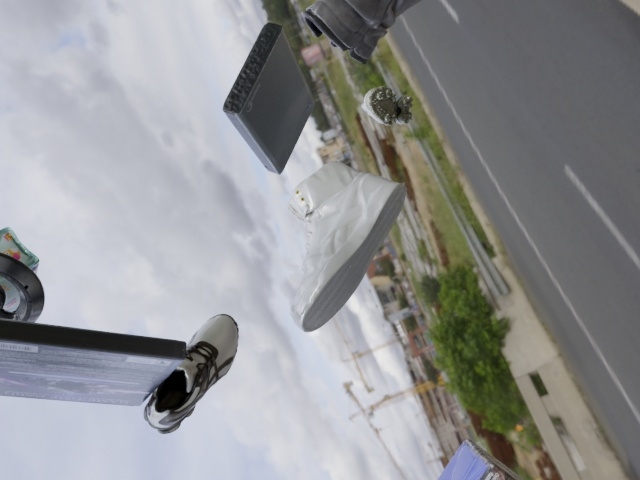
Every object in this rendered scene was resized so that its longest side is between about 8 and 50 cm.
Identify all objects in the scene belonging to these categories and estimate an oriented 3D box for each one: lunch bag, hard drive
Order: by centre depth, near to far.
[{"bbox_3d":[-0.046,-0.133,0.583,0.022,0.094,0.135,21,169,18],"label":"hard drive"},{"bbox_3d":[-0.819,0.122,1.395,0.160,0.223,0.262,43,-138,7],"label":"lunch bag"}]

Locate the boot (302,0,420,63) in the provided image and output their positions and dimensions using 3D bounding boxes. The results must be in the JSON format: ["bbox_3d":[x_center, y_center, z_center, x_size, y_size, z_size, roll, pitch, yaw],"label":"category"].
[{"bbox_3d":[0.055,-0.376,0.794,0.118,0.222,0.338,50,-167,29],"label":"boot"}]

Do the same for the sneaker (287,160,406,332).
[{"bbox_3d":[0.000,0.000,1.002,0.169,0.292,0.108,27,164,27],"label":"sneaker"}]

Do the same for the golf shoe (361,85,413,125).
[{"bbox_3d":[0.109,-0.250,1.129,0.176,0.086,0.069,-4,-81,-61],"label":"golf shoe"}]

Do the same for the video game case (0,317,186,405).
[{"bbox_3d":[-0.288,0.154,0.703,0.274,0.196,0.026,137,139,-55],"label":"video game case"}]

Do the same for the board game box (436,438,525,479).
[{"bbox_3d":[0.210,0.389,0.583,0.291,0.232,0.141,35,175,8],"label":"board game box"}]

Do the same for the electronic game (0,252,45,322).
[{"bbox_3d":[-0.661,0.109,1.153,0.229,0.229,0.048,60,-176,-39],"label":"electronic game"}]

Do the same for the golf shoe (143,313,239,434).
[{"bbox_3d":[-0.177,0.184,0.857,0.077,0.198,0.094,29,150,3],"label":"golf shoe"}]
